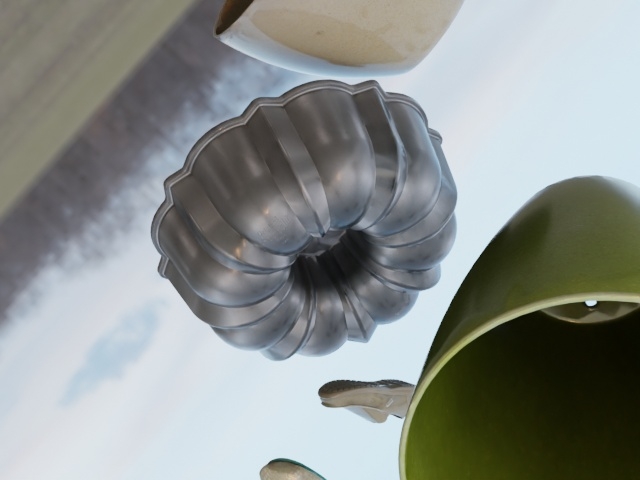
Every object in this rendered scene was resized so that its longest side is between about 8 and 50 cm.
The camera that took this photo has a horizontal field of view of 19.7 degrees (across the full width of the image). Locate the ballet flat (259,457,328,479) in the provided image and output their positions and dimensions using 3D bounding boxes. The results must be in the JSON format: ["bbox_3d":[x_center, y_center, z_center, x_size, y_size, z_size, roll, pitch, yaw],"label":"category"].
[{"bbox_3d":[0.007,0.234,1.452,0.057,0.168,0.052,-18,-137,31],"label":"ballet flat"}]

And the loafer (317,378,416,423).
[{"bbox_3d":[0.059,0.194,2.196,0.056,0.148,0.050,9,-85,52],"label":"loafer"}]

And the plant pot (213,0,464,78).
[{"bbox_3d":[0.045,-0.279,1.917,0.284,0.191,0.284,-53,-166,19],"label":"plant pot"}]

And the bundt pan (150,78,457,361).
[{"bbox_3d":[0.000,0.000,1.889,0.331,0.331,0.124,-46,-133,19],"label":"bundt pan"}]

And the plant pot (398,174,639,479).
[{"bbox_3d":[0.204,0.080,1.341,0.275,0.275,0.293,-45,-164,26],"label":"plant pot"}]
